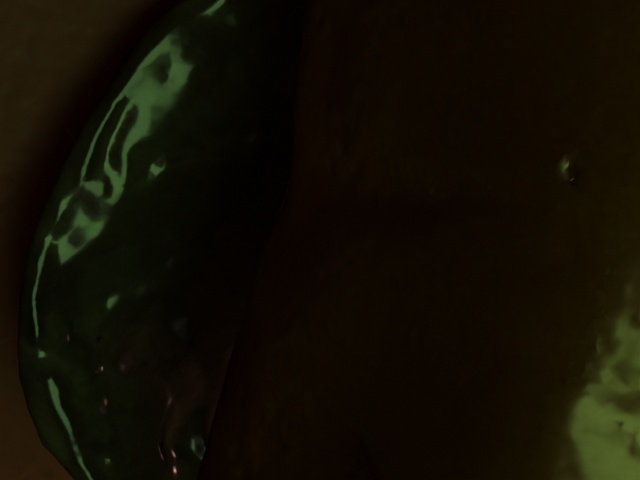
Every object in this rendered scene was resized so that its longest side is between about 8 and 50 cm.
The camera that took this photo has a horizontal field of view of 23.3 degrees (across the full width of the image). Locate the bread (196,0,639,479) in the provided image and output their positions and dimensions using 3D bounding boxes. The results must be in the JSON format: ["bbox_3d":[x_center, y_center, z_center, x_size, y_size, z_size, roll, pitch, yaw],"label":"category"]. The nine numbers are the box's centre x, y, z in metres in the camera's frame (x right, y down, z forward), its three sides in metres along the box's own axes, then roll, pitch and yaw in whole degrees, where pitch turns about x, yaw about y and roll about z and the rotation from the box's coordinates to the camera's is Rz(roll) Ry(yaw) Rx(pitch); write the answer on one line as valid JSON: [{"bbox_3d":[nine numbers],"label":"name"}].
[{"bbox_3d":[0.060,0.019,0.458,0.148,0.195,0.344,2,110,-36],"label":"bread"}]

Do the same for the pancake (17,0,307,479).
[{"bbox_3d":[0.000,0.000,0.562,0.241,0.050,0.242,-15,123,-25],"label":"pancake"}]
